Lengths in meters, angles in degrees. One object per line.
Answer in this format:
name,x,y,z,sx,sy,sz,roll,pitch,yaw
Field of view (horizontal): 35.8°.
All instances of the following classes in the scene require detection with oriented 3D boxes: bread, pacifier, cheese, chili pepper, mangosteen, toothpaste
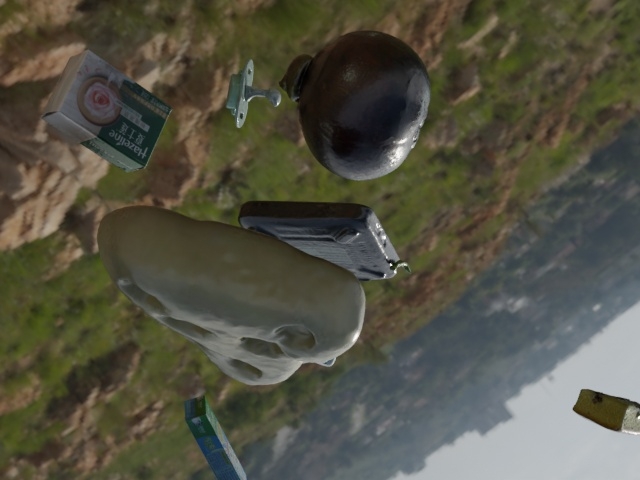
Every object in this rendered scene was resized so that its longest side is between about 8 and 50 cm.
bread,0.492,0.279,1.578,0.226,0.088,0.049,18,91,-48
pacifier,-0.142,-0.314,2.154,0.127,0.117,0.150,66,33,-86
cheese,-0.150,0.070,1.285,0.351,0.328,0.129,-30,-141,62
chili pepper,0.169,0.056,2.104,0.083,0.017,0.030,-1,99,-57
mangosteen,0.050,-0.202,1.415,0.216,0.216,0.216,-35,167,-9
toothpaste,-0.223,0.451,2.133,0.050,0.065,0.266,-18,124,4

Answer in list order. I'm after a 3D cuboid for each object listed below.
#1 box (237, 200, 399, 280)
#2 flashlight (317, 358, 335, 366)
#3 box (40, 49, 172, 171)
box,0.000,0.000,2.082,0.290,0.073,0.289,2,155,20
flashlight,-0.032,0.233,2.106,0.047,0.093,0.200,-61,-165,-18
box,-0.383,-0.230,1.787,0.081,0.199,0.135,-9,-124,51
